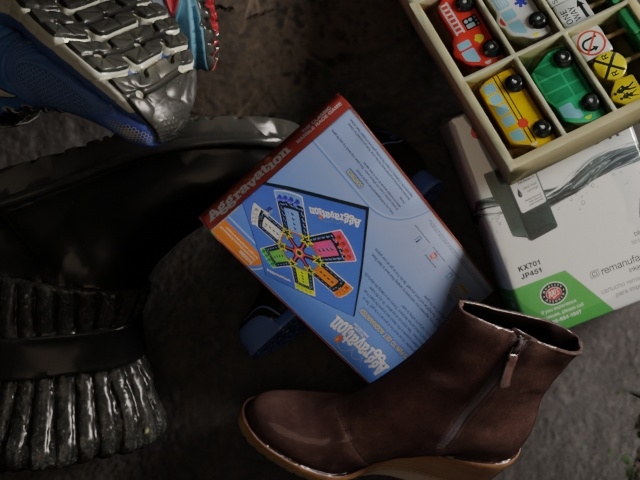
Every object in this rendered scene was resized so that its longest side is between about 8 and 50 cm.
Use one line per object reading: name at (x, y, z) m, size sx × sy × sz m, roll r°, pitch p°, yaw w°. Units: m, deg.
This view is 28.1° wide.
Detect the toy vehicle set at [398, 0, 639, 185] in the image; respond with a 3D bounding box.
toy vehicle set at (0.170, -0.194, 1.086) m, size 0.166 × 0.035 × 0.267 m, roll -27°, pitch 69°, yaw -2°

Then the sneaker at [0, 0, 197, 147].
sneaker at (-0.234, -0.149, 1.061) m, size 0.330 × 0.130 × 0.147 m, roll 31°, pitch 123°, yaw 29°

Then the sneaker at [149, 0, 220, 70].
sneaker at (-0.170, -0.265, 1.099) m, size 0.125 × 0.104 × 0.261 m, roll -13°, pitch 93°, yaw 2°

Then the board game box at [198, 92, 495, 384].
board game box at (0.032, 0.013, 1.068) m, size 0.145 × 0.027 × 0.281 m, roll -42°, pitch 135°, yaw 0°

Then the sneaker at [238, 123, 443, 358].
sneaker at (0.000, 0.000, 1.136) m, size 0.232 × 0.081 × 0.090 m, roll -45°, pitch 74°, yaw 5°

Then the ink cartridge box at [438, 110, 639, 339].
ink cartridge box at (0.210, -0.037, 1.127) m, size 0.153 × 0.087 × 0.208 m, roll -22°, pitch 92°, yaw 0°

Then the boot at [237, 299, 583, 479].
boot at (0.073, 0.121, 1.093) m, size 0.248 × 0.090 × 0.207 m, roll 15°, pitch 126°, yaw -14°

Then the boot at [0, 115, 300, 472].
boot at (-0.158, 0.047, 1.099) m, size 0.348 × 0.131 × 0.260 m, roll -14°, pitch 87°, yaw 10°
